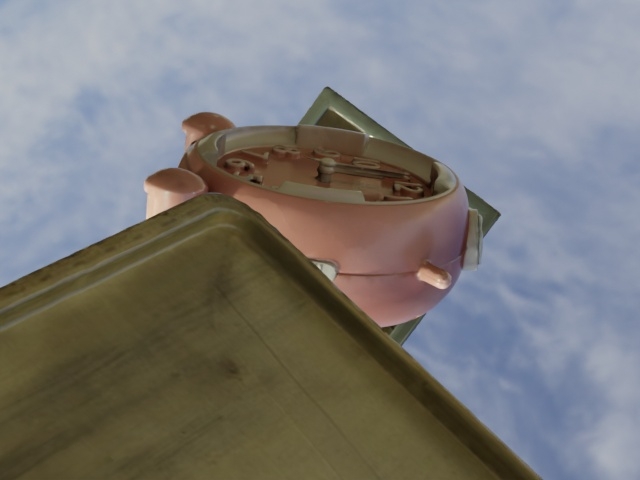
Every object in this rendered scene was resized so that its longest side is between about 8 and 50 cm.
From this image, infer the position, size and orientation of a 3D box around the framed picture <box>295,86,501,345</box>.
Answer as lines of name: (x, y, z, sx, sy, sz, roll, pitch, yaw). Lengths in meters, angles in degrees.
framed picture: (0.009, 0.020, 1.317, 0.273, 0.216, 0.016, -52, 169, 2)

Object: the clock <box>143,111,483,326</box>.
clock: (0.000, 0.000, 1.017, 0.241, 0.142, 0.227, 4, -161, 1)

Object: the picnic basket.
picnic basket: (-0.032, 0.158, 0.524, 0.228, 0.313, 0.175, -30, 159, -55)
